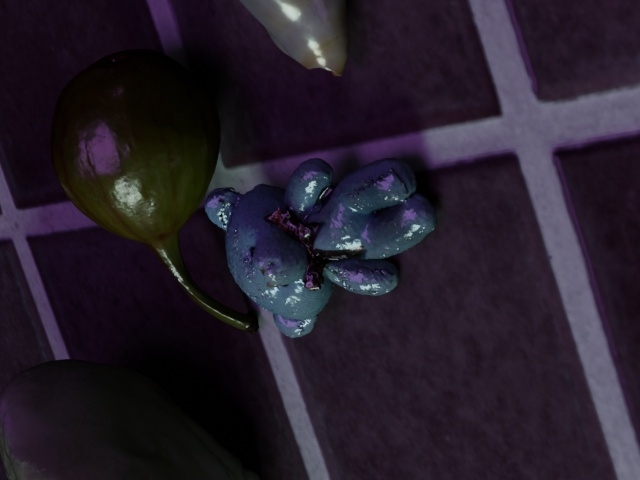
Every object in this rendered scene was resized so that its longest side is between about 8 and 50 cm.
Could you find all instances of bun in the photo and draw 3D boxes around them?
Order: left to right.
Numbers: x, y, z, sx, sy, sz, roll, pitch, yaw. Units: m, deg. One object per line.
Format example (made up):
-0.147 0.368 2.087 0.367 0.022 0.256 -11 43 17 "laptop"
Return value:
-0.137 0.213 1.331 0.283 0.179 0.283 57 159 35 "bun"

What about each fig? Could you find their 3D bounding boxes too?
-0.109 -0.024 1.217 0.124 0.124 0.236 10 132 47 "fig"

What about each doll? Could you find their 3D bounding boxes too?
-0.004 0.002 1.119 0.179 0.075 0.120 -19 104 53 "doll"

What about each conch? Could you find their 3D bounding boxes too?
-0.029 -0.189 1.063 0.104 0.094 0.176 -16 125 39 "conch"
